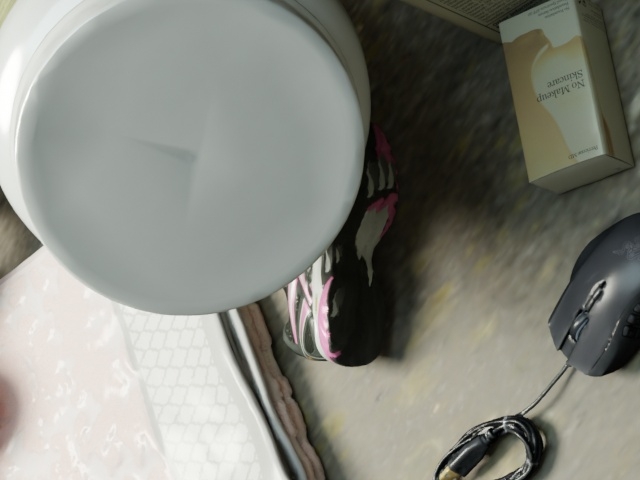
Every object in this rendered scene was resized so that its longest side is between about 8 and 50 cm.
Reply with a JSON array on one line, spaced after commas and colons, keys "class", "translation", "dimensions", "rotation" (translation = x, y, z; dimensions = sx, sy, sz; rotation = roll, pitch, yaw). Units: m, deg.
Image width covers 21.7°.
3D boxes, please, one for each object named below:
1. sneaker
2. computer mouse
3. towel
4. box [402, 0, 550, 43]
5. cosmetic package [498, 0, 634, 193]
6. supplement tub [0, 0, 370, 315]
[{"class": "sneaker", "translation": [0.000, 0.000, 1.166], "dimensions": [0.077, 0.072, 0.178], "rotation": [-9, 69, 48]}, {"class": "computer mouse", "translation": [0.144, 0.078, 1.049], "dimensions": [0.242, 0.041, 0.071], "rotation": [-54, 54, 17]}, {"class": "towel", "translation": [-0.163, 0.139, 1.276], "dimensions": [0.317, 0.053, 0.332], "rotation": [-39, 58, 26]}, {"class": "box", "translation": [0.060, -0.237, 1.009], "dimensions": [0.148, 0.311, 0.121], "rotation": [-30, 63, 30]}, {"class": "cosmetic package", "translation": [0.157, -0.094, 1.075], "dimensions": [0.060, 0.041, 0.115], "rotation": [-23, 67, 33]}, {"class": "supplement tub", "translation": [-0.098, -0.107, 1.082], "dimensions": [0.235, 0.235, 0.325], "rotation": [-57, 20, 14]}]
